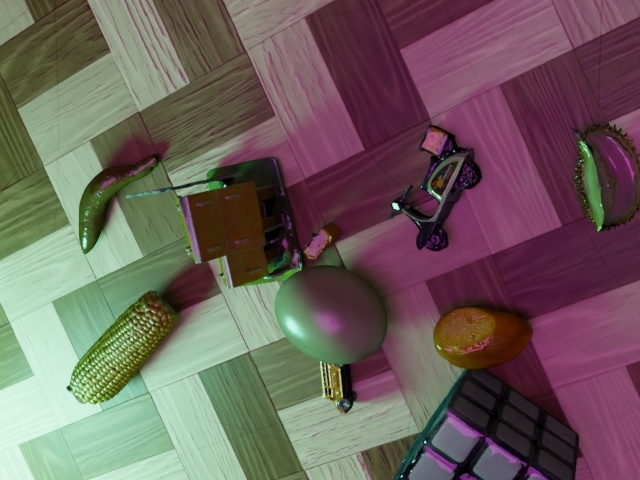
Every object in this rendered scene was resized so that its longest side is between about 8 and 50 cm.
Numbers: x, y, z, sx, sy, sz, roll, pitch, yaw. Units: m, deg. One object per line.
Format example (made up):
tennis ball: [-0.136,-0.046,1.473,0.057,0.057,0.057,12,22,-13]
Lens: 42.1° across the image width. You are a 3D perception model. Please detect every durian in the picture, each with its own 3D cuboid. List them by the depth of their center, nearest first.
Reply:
durian: [0.582,-0.135,1.707,0.137,0.095,0.221,-13,95,-14]

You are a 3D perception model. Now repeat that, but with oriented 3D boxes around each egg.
egg: [0.024,0.168,1.897,0.269,0.219,0.219,32,109,16]

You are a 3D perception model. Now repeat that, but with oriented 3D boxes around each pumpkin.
pumpkin: [0.000,0.000,1.951,0.054,0.074,0.083,38,108,5]

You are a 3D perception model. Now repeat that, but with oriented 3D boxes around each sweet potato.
sweet potato: [-0.547,-0.116,2.129,0.108,0.079,0.346,35,111,-20]

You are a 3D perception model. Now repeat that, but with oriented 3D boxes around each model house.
model house: [-0.268,-0.008,1.911,0.340,0.323,0.301,-9,97,21]

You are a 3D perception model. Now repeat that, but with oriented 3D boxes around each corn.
corn: [-0.511,0.284,2.160,0.387,0.144,0.144,-44,84,17]

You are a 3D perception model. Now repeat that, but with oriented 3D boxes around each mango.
mango: [0.363,0.214,1.851,0.217,0.102,0.141,-11,71,17]

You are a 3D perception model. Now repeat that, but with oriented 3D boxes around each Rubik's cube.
Rubik's cube: [0.351,0.498,1.802,0.303,0.305,0.301,33,108,9]

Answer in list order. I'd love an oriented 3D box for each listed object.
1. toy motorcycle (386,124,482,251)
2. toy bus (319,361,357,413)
toy motorcycle: [0.252,-0.105,1.835,0.157,0.091,0.263,30,107,21]
toy bus: [0.040,0.333,2.003,0.074,0.069,0.162,-3,98,21]
